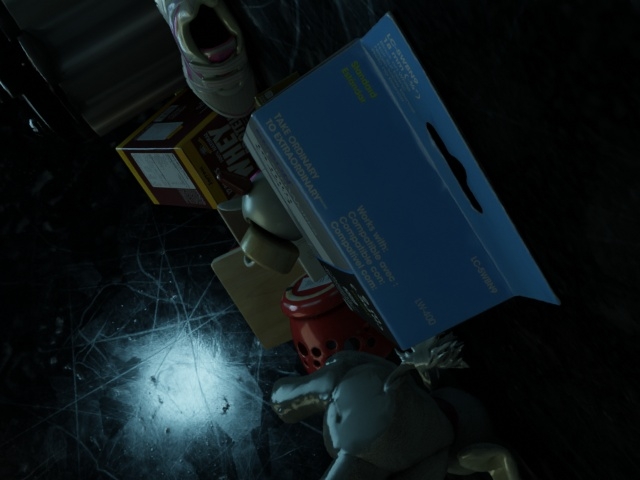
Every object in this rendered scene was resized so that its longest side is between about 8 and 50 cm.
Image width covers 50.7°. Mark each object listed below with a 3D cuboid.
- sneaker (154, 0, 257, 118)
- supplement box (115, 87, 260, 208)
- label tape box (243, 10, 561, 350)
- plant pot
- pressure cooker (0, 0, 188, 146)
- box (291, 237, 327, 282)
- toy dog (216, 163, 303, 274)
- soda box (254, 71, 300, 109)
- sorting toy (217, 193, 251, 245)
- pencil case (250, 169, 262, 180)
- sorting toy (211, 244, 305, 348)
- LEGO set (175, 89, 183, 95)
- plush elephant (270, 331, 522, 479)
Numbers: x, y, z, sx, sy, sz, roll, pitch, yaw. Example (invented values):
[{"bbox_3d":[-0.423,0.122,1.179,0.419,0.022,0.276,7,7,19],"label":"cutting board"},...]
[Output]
[{"bbox_3d":[-0.157,-0.271,0.988,0.111,0.103,0.252,54,174,44],"label":"sneaker"},{"bbox_3d":[-0.208,-0.168,1.187,0.194,0.191,0.129,7,137,42],"label":"supplement box"},{"bbox_3d":[0.038,-0.035,0.612,0.240,0.106,0.334,57,174,-7],"label":"label tape box"},{"bbox_3d":[0.027,0.147,1.282,0.174,0.191,0.191,63,172,-21],"label":"plant pot"},{"bbox_3d":[-0.449,-0.381,1.256,0.375,0.420,0.370,56,175,19],"label":"pressure cooker"},{"bbox_3d":[0.000,0.000,1.132,0.087,0.101,0.102,58,176,-15],"label":"box"},{"bbox_3d":[-0.085,-0.080,1.018,0.161,0.220,0.334,33,172,-16],"label":"toy dog"},{"bbox_3d":[-0.007,-0.106,0.817,0.181,0.061,0.058,58,174,-2],"label":"soda box"},{"bbox_3d":[-0.162,-0.091,1.613,0.038,0.193,0.208,2,133,45],"label":"sorting toy"},{"bbox_3d":[-0.087,-0.098,1.393,0.209,0.095,0.098,51,148,43],"label":"pencil case"},{"bbox_3d":[-0.073,0.087,1.563,0.255,0.257,0.089,60,-167,-21],"label":"sorting toy"},{"bbox_3d":[-0.271,-0.326,1.602,0.132,0.107,0.287,54,173,28],"label":"LEGO set"},{"bbox_3d":[0.123,0.267,0.930,0.255,0.330,0.272,34,-157,-35],"label":"plush elephant"}]
